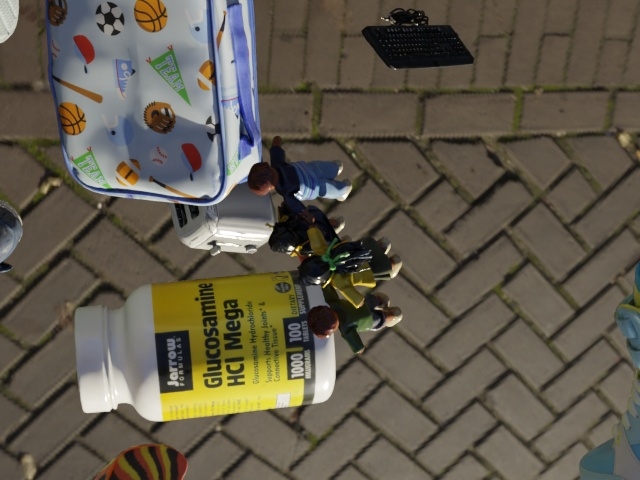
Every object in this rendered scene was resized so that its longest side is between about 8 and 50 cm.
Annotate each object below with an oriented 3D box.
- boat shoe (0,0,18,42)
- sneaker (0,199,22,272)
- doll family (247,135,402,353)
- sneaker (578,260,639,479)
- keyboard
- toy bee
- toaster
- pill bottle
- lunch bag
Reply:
[{"bbox_3d":[-0.309,-0.258,0.764,0.075,0.083,0.226,2,128,22],"label":"boat shoe"},{"bbox_3d":[-0.690,-0.010,1.736,0.322,0.236,0.130,0,108,-1],"label":"sneaker"},{"bbox_3d":[0.000,0.000,0.830,0.111,0.193,0.076,-7,144,-46],"label":"doll family"},{"bbox_3d":[0.308,0.125,0.886,0.127,0.319,0.208,-32,84,-36],"label":"sneaker"},{"bbox_3d":[0.129,-0.269,1.280,0.192,0.100,0.038,-15,151,-49],"label":"keyboard"},{"bbox_3d":[-0.257,0.345,1.117,0.162,0.298,0.195,31,115,-19],"label":"toy bee"},{"bbox_3d":[-0.175,-0.085,1.700,0.146,0.227,0.129,-1,162,-41],"label":"toaster"},{"bbox_3d":[-0.158,0.145,1.346,0.333,0.188,0.188,-6,116,-9],"label":"pill bottle"},{"bbox_3d":[-0.179,-0.185,1.111,0.243,0.115,0.303,6,115,21],"label":"lunch bag"}]
